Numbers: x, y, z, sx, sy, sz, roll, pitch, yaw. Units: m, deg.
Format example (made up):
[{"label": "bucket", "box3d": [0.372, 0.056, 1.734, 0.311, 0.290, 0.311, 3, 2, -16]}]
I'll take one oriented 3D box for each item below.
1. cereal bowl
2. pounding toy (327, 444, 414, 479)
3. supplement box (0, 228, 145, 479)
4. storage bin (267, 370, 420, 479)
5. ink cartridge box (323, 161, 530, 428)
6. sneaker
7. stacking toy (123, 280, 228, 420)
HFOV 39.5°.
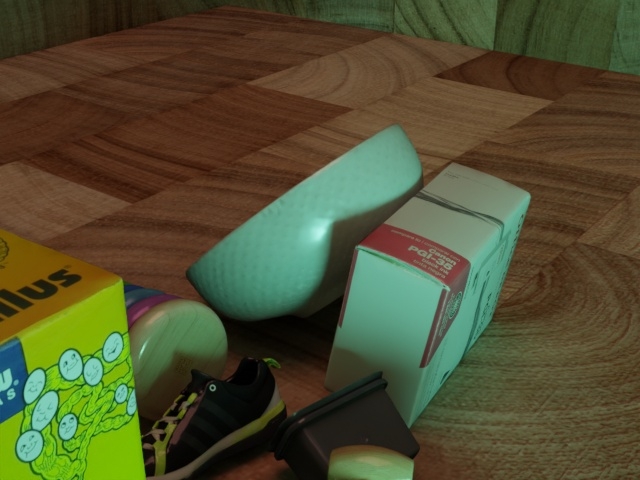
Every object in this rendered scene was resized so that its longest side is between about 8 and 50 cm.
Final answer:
[{"label": "cereal bowl", "box3d": [0.000, 0.000, 1.156, 0.339, 0.141, 0.339, -36, -1, 0]}, {"label": "pounding toy", "box3d": [-0.042, 0.254, 0.601, 0.154, 0.155, 0.270, 11, 63, 18]}, {"label": "supplement box", "box3d": [-0.256, 0.191, 0.634, 0.195, 0.357, 0.194, 17, 31, 31]}, {"label": "storage bin", "box3d": [0.028, 0.212, 0.907, 0.135, 0.098, 0.091, -19, 60, -34]}, {"label": "ink cartridge box", "box3d": [0.134, 0.054, 1.067, 0.117, 0.207, 0.283, 24, 34, 21]}, {"label": "sneaker", "box3d": [-0.137, 0.183, 0.924, 0.234, 0.097, 0.084, -20, 12, -42]}, {"label": "stacking toy", "box3d": [-0.264, 0.102, 1.093, 0.141, 0.141, 0.330, -23, 28, -39]}]
